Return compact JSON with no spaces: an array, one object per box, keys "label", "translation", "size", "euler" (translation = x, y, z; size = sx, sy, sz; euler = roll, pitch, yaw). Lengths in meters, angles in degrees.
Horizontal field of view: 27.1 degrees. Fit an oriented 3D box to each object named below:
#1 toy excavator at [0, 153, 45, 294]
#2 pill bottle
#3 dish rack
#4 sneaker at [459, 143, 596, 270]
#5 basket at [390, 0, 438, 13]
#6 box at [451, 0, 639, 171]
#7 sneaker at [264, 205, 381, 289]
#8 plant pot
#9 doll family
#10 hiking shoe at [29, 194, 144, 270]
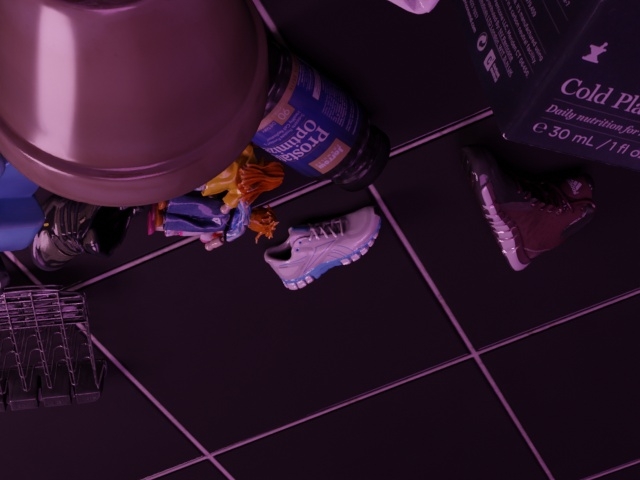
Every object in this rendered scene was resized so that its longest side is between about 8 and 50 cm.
[{"label":"toy excavator","translation":[-0.385,-0.119,1.566],"size":[0.433,0.222,0.445],"euler":[-6,149,-44]},{"label":"pill bottle","translation":[-0.015,-0.152,1.706],"size":[0.123,0.123,0.219],"euler":[-38,131,26]},{"label":"dish rack","translation":[-0.432,0.153,1.986],"size":[0.208,0.074,0.271],"euler":[-6,135,-7]},{"label":"sneaker","translation":[0.302,-0.075,1.882],"size":[0.162,0.106,0.281],"euler":[-25,146,7]},{"label":"basket","translation":[0.059,-0.451,1.221],"size":[0.331,0.266,0.328],"euler":[30,129,-2]},{"label":"box","translation":[0.482,-0.323,1.507],"size":[0.480,0.297,0.472],"euler":[11,131,-22]},{"label":"sneaker","translation":[0.000,0.000,1.913],"size":[0.191,0.071,0.083],"euler":[-33,127,22]},{"label":"plant pot","translation":[-0.208,-0.235,1.359],"size":[0.323,0.323,0.280],"euler":[-4,157,-7]},{"label":"doll family","translation":[-0.134,-0.057,1.784],"size":[0.163,0.118,0.263],"euler":[4,135,-16]},{"label":"hiking shoe","translation":[-0.320,-0.016,1.792],"size":[0.086,0.114,0.227],"euler":[27,125,-33]}]
